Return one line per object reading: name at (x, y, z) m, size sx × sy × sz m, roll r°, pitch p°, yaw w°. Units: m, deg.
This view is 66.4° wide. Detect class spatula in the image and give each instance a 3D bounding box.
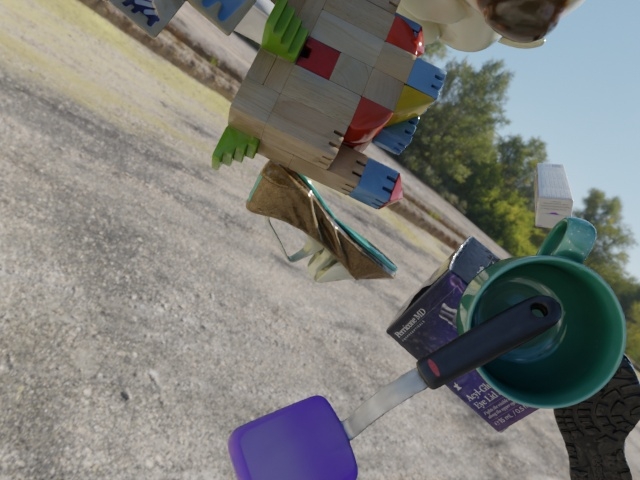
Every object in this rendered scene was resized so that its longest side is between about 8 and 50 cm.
spatula at (0.064, 0.125, 0.398) m, size 0.084 × 0.296 × 0.030 m, roll 61°, pitch 4°, yaw 35°

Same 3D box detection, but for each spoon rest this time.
spoon rest at (-0.175, -0.460, 0.968) m, size 0.276 × 0.084 × 0.137 m, roll 37°, pitch -4°, yaw 12°

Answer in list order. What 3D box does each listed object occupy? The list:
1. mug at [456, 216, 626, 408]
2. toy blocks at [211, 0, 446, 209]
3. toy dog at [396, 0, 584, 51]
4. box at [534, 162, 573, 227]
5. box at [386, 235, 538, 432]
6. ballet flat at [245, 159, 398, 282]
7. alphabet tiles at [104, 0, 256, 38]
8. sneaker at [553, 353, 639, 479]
mug at (0.205, 0.071, 0.457) m, size 0.129 × 0.158 × 0.097 m, roll 55°, pitch 4°, yaw 6°
toy blocks at (0.047, -0.225, 0.695) m, size 0.261 × 0.381 × 0.191 m, roll 24°, pitch -17°, yaw -7°
toy dog at (0.270, -0.433, 0.801) m, size 0.395 × 0.284 × 0.408 m, roll 42°, pitch 6°, yaw -20°
box at (0.514, -0.108, 1.090) m, size 0.067 × 0.063 × 0.324 m, roll 6°, pitch 23°, yaw 20°
box at (0.221, 0.124, 0.659) m, size 0.207 × 0.153 × 0.108 m, roll 40°, pitch 40°, yaw 9°
ballet flat at (0.000, 0.000, 0.840) m, size 0.342 × 0.124 × 0.116 m, roll 41°, pitch 4°, yaw -39°
alphabet tiles at (-0.145, -0.400, 0.516) m, size 0.285 × 0.342 × 0.011 m, roll 37°, pitch -9°, yaw -18°
sneaker at (0.403, 0.245, 0.730) m, size 0.124 × 0.107 × 0.283 m, roll -59°, pitch 141°, yaw -52°
